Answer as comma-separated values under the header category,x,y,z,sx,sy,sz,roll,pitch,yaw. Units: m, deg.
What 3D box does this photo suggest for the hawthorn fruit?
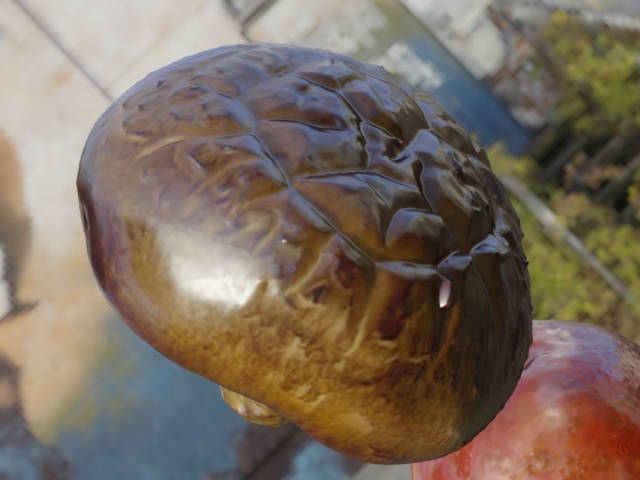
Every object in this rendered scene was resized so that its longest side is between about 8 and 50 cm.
category,x,y,z,sx,sy,sz,roll,pitch,yaw
hawthorn fruit,0.197,0.204,1.518,0.284,0.284,0.284,-44,-1,-1

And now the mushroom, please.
category,x,y,z,sx,sy,sz,roll,pitch,yaw
mushroom,0.000,0.000,0.972,0.153,0.253,0.253,-51,-5,32
